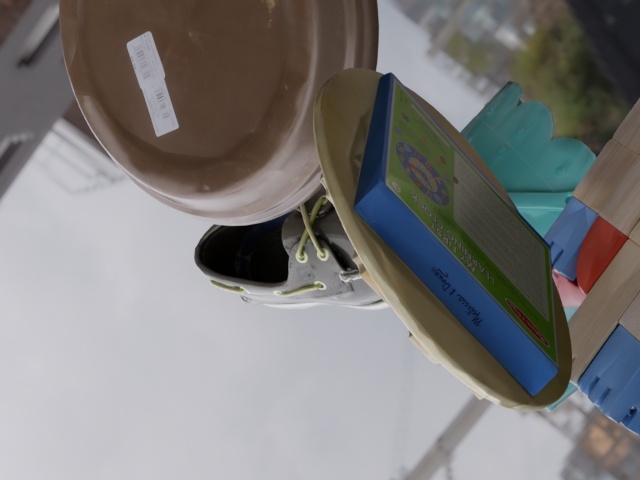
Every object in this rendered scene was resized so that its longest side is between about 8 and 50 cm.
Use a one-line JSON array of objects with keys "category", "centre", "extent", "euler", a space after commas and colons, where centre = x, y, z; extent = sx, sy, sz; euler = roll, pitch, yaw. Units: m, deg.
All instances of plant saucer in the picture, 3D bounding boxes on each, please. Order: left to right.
[{"category": "plant saucer", "centre": [-0.081, -0.145, 1.218], "extent": [0.278, 0.278, 0.041], "euler": [43, -147, 24]}]

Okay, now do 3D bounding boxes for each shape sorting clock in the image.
[{"category": "shape sorting clock", "centre": [0.065, -0.001, 0.955], "extent": [0.206, 0.040, 0.206], "euler": [44, -156, -25]}]

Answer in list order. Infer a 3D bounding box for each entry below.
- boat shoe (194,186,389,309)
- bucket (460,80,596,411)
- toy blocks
[{"category": "boat shoe", "centre": [0.000, 0.005, 1.611], "extent": [0.091, 0.109, 0.305], "euler": [15, 163, -33]}, {"category": "bucket", "centre": [0.195, 0.009, 1.670], "extent": [0.281, 0.183, 0.281], "euler": [48, -178, -2]}, {"category": "toy blocks", "centre": [0.257, 0.024, 1.153], "extent": [0.190, 0.261, 0.381], "euler": [31, -172, -23]}]
